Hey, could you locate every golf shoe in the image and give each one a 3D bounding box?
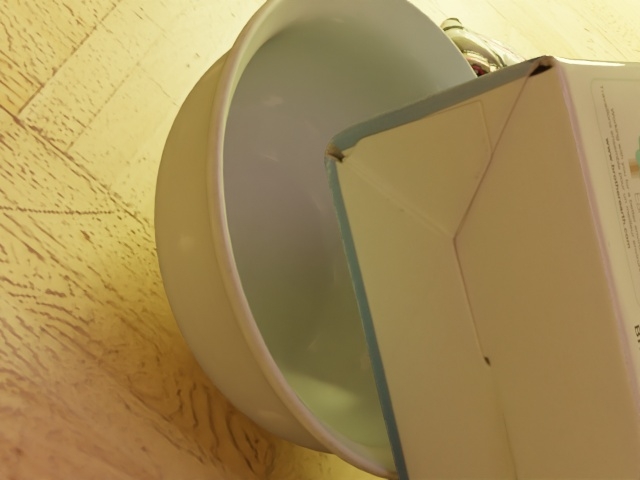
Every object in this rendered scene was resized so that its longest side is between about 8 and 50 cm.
[{"bbox_3d":[0.178,-0.137,0.999,0.186,0.067,0.086,28,47,-24],"label":"golf shoe"}]

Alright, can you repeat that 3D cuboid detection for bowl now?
[{"bbox_3d":[0.000,0.000,0.681,0.298,0.134,0.298,17,67,-47],"label":"bowl"}]

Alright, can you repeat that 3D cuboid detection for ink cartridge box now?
[{"bbox_3d":[0.201,0.039,0.686,0.395,0.151,0.270,-10,87,-50],"label":"ink cartridge box"}]
